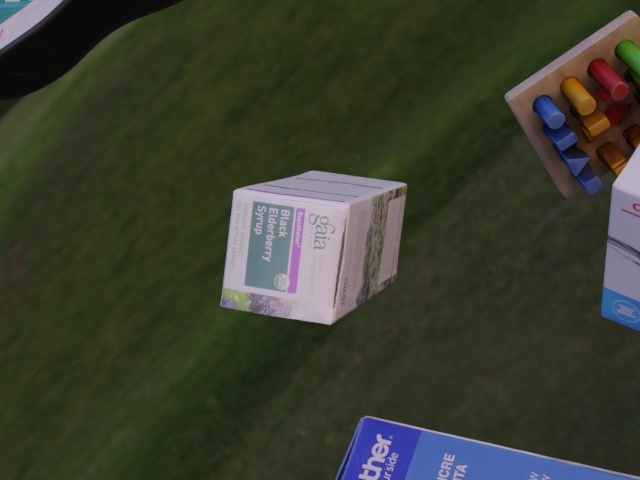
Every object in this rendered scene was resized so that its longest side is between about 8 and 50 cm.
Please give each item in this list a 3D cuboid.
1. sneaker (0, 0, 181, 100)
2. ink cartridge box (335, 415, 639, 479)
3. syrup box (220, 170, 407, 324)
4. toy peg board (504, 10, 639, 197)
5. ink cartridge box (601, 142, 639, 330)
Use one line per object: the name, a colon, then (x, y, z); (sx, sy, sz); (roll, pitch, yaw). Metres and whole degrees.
sneaker: (-0.205, -0.262, 1.229); (0.296, 0.178, 0.124); (-28, -19, 21)
ink cartridge box: (0.152, 0.274, 1.068); (0.270, 0.396, 0.151); (71, -143, -54)
syrup box: (0.000, 0.000, 1.190); (0.237, 0.096, 0.093); (-22, -60, -73)
toy peg board: (0.306, -0.126, 1.527); (0.161, 0.161, 0.079); (-34, 37, 5)
ink cartridge box: (0.263, -0.004, 1.039); (0.060, 0.104, 0.180); (-50, -31, -33)
